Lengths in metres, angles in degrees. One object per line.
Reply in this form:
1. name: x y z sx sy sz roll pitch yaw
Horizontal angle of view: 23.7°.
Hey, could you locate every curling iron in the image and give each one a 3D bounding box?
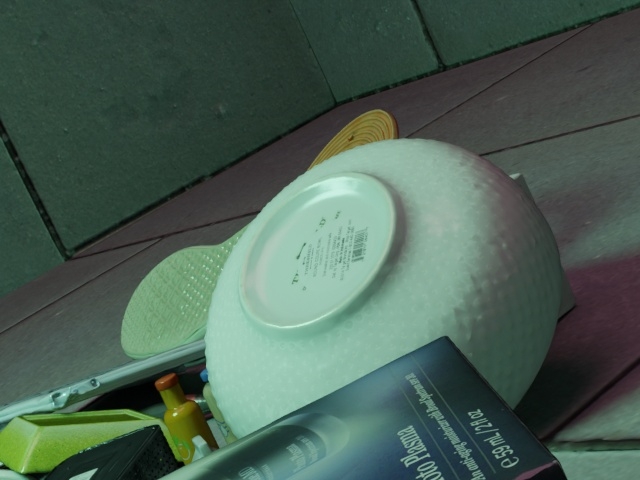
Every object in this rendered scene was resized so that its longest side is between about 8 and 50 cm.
1. curling iron: -0.147 0.192 1.766 0.274 0.035 0.068 -20 7 22

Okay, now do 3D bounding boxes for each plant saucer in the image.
1. plant saucer: -0.252 0.213 1.649 0.188 0.045 0.188 -1 -1 -22

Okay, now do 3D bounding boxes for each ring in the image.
1. ring: 0.000 0.000 1.766 0.336 0.032 0.336 -53 19 27

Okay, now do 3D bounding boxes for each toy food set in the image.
1. toy food set: -0.086 0.180 1.473 0.111 0.104 0.232 -27 10 -11

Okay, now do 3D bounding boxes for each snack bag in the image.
1. snack bag: -0.291 0.189 1.915 0.323 0.037 0.342 -17 -2 -45

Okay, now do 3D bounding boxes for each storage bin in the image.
1. storage bin: -0.208 0.257 1.436 0.122 0.084 0.180 -22 10 18

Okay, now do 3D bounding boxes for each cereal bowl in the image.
1. cereal bowl: 0.031 0.044 1.324 0.339 0.141 0.339 -23 44 24

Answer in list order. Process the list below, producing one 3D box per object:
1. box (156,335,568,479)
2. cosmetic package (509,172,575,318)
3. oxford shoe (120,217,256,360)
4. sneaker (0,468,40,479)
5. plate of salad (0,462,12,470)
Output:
1. box: 0.003 0.217 0.857 0.294 0.183 0.296 -27 10 -2
2. cosmetic package: 0.124 0.044 1.529 0.183 0.151 0.151 -15 14 45
3. oxford shoe: -0.113 0.074 2.072 0.449 0.130 0.169 -26 52 39
4. sneaker: -0.397 0.297 1.655 0.282 0.102 0.161 -22 7 18
5. plate of salad: -0.406 0.285 1.883 0.199 0.048 0.200 -21 0 0
